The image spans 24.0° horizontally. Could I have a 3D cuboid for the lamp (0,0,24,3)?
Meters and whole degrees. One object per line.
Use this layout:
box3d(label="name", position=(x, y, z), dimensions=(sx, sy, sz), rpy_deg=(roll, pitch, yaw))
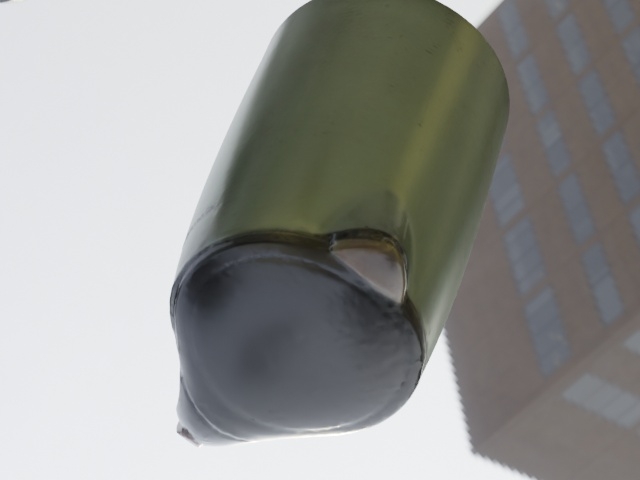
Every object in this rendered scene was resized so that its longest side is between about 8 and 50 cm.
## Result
box3d(label="lamp", position=(-0.199, -0.237, 1.004), dimensions=(0.091, 0.091, 0.163), rpy_deg=(29, -120, -25))

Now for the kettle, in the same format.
box3d(label="kettle", position=(0.000, 0.000, 0.901), dimensions=(0.165, 0.240, 0.255), rpy_deg=(32, -140, -13))
